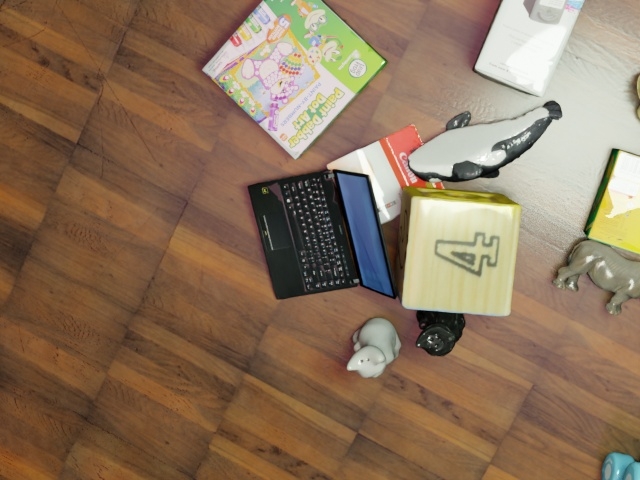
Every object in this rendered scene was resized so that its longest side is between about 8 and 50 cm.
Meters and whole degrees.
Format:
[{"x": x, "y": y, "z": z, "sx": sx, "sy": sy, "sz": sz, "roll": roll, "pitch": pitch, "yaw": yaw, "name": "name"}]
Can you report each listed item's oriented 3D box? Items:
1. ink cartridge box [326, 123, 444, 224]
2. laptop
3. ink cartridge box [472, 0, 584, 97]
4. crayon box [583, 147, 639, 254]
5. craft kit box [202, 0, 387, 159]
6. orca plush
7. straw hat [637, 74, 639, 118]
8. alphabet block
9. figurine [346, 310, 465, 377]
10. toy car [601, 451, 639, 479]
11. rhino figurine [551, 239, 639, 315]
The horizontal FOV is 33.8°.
[{"x": 0.121, "y": -0.114, "z": 1.958, "sx": 0.179, "sy": 0.045, "sz": 0.145, "roll": -25, "pitch": 94, "yaw": 14, "name": "ink cartridge box"}, {"x": 0.000, "y": 0.000, "z": 1.922, "sx": 0.264, "sy": 0.136, "sz": 0.234, "roll": -10, "pitch": 103, "yaw": 15, "name": "laptop"}, {"x": 0.374, "y": -0.406, "z": 1.784, "sx": 0.131, "sy": 0.226, "sz": 0.306, "roll": 22, "pitch": 99, "yaw": 4, "name": "ink cartridge box"}, {"x": 0.629, "y": -0.043, "z": 1.864, "sx": 0.278, "sy": 0.081, "sz": 0.165, "roll": 19, "pitch": 101, "yaw": 6, "name": "crayon box"}, {"x": -0.048, "y": -0.323, "z": 1.953, "sx": 0.246, "sy": 0.061, "sz": 0.250, "roll": 43, "pitch": 102, "yaw": -1, "name": "craft kit box"}, {"x": 0.307, "y": -0.165, "z": 1.917, "sx": 0.287, "sy": 0.102, "sz": 0.151, "roll": -31, "pitch": 47, "yaw": 2, "name": "orca plush"}, {"x": 0.596, "y": -0.226, "z": 1.850, "sx": 0.144, "sy": 0.144, "sz": 0.061, "roll": 44, "pitch": 142, "yaw": 1, "name": "straw hat"}, {"x": 0.239, "y": 0.015, "z": 1.871, "sx": 0.193, "sy": 0.192, "sz": 0.197, "roll": 4, "pitch": 98, "yaw": -3, "name": "alphabet block"}, {"x": 0.153, "y": 0.183, "z": 1.908, "sx": 0.214, "sy": 0.209, "sz": 0.092, "roll": -20, "pitch": 94, "yaw": 12, "name": "figurine"}, {"x": 0.646, "y": 0.357, "z": 1.867, "sx": 0.219, "sy": 0.210, "sz": 0.238, "roll": 11, "pitch": 87, "yaw": -3, "name": "toy car"}, {"x": 0.550, "y": 0.082, "z": 1.900, "sx": 0.243, "sy": 0.073, "sz": 0.106, "roll": 26, "pitch": 104, "yaw": 4, "name": "rhino figurine"}]
